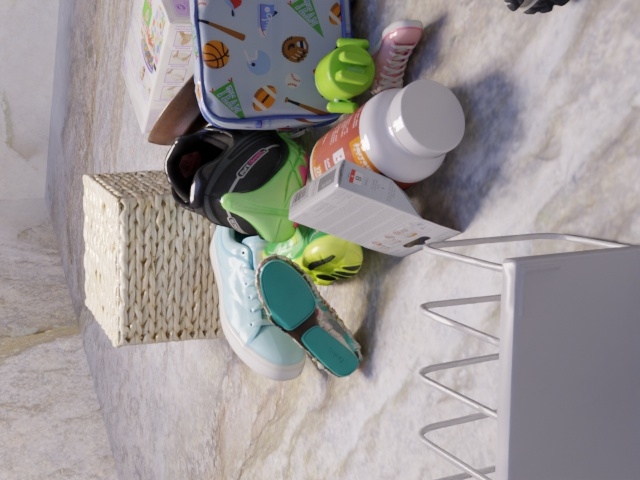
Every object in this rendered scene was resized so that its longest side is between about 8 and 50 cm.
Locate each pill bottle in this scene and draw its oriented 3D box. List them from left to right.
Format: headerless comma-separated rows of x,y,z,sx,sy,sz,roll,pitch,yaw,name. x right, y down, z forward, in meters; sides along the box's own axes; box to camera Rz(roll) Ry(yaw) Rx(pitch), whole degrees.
0.083,-0.119,0.981,0.216,0.121,0.121,-29,69,60,pill bottle

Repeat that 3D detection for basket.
-0.339,0.020,1.633,0.328,0.267,0.331,27,116,58,basket

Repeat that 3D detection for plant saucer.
-0.174,-0.268,1.322,0.050,0.310,0.311,44,148,-6,plant saucer

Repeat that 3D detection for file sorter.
0.204,0.134,0.734,0.173,0.193,0.277,-161,69,-63,file sorter

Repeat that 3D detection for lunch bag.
-0.065,-0.300,1.117,0.115,0.243,0.303,-169,74,-82,lunch bag

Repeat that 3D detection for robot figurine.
0.031,-0.221,1.022,0.115,0.067,0.101,-175,92,-74,robot figurine

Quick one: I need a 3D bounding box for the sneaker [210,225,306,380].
-0.113,0.070,1.357,0.365,0.135,0.150,62,148,35,sneaker

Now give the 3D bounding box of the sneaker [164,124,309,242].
-0.152,-0.140,1.268,0.483,0.202,0.185,-129,51,-70,sneaker

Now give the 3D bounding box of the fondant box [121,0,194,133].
-0.369,-0.445,1.784,0.238,0.096,0.330,66,147,31,fondant box

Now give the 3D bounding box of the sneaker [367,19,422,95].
0.098,-0.233,1.008,0.134,0.051,0.070,148,117,-66,sneaker

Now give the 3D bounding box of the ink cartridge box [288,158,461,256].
0.069,-0.036,0.986,0.145,0.179,0.045,-29,49,59,ink cartridge box

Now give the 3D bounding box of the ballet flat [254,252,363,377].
-0.023,0.111,1.163,0.241,0.091,0.077,56,-177,-21,ballet flat

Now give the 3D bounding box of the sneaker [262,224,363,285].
0.000,0.000,1.202,0.295,0.110,0.123,-14,54,65,sneaker

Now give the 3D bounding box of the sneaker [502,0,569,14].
0.230,-0.342,0.704,0.275,0.107,0.109,122,144,-48,sneaker
